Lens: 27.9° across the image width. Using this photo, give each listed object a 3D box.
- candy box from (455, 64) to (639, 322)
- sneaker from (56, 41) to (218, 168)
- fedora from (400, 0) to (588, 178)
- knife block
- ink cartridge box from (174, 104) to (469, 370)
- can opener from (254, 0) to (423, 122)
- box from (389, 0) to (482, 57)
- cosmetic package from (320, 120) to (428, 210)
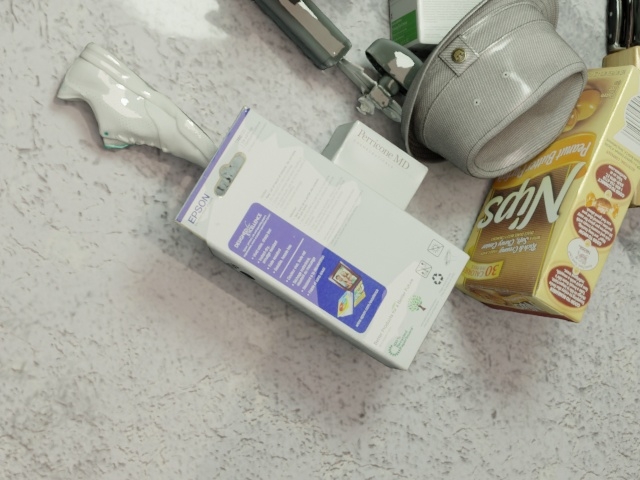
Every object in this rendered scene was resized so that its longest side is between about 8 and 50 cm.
[{"bbox_3d":[0.303,-0.062,1.633,0.087,0.183,0.317,30,79,-26],"label":"candy box"},{"bbox_3d":[-0.216,-0.138,1.542,0.212,0.080,0.094,38,89,-6],"label":"sneaker"},{"bbox_3d":[0.231,-0.180,1.586,0.275,0.244,0.124,-41,61,-4],"label":"fedora"},{"bbox_3d":[0.426,-0.211,1.733,0.275,0.088,0.242,-45,100,-14],"label":"knife block"},{"bbox_3d":[0.000,0.000,1.517,0.332,0.065,0.165,35,78,-14],"label":"ink cartridge box"},{"bbox_3d":[0.018,-0.253,1.612,0.280,0.074,0.093,40,84,-10],"label":"can opener"},{"bbox_3d":[0.151,-0.283,1.640,0.101,0.101,0.087,-2,88,-18],"label":"box"},{"bbox_3d":[0.022,-0.023,1.601,0.117,0.085,0.231,33,80,-14],"label":"cosmetic package"}]
